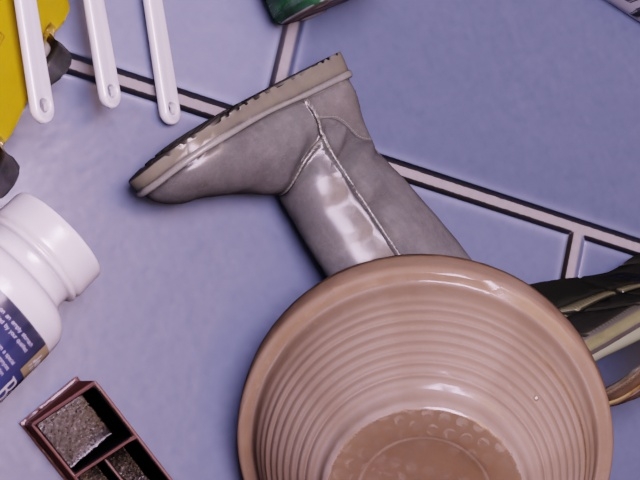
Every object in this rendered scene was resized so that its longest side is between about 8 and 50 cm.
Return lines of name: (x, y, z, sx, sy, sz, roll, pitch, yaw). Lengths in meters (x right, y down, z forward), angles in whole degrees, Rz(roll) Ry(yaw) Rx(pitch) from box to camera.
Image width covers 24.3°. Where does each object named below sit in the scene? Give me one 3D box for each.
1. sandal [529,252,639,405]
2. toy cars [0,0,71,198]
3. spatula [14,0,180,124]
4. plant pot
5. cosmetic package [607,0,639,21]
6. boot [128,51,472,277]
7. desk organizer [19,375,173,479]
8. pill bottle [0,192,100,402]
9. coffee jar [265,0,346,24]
sandal: (0.211, 0.069, 1.036, 0.303, 0.120, 0.086, -17, 105, -24)
toy cars: (-0.244, -0.196, 0.877, 0.176, 0.087, 0.393, -6, 85, -57)
spatula: (-0.152, -0.190, 0.919, 0.168, 0.019, 0.242, -8, 91, -58)
plant pot: (0.062, 0.135, 0.906, 0.237, 0.110, 0.237, 1, 106, 5)
cosmetic package: (0.313, -0.168, 1.107, 0.239, 0.099, 0.060, 28, 77, -18)
boot: (0.000, 0.000, 0.972, 0.190, 0.076, 0.208, -30, 98, -22)
desk organizer: (-0.123, 0.148, 0.917, 0.047, 0.050, 0.130, -40, 101, -21)
pill bottle: (-0.211, 0.053, 0.865, 0.094, 0.094, 0.169, 48, 70, -12)
coffee jar: (-0.024, -0.240, 0.972, 0.079, 0.096, 0.184, -25, 94, -26)
